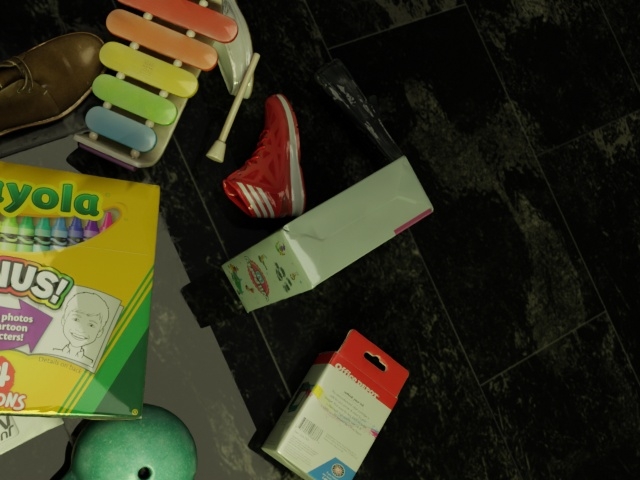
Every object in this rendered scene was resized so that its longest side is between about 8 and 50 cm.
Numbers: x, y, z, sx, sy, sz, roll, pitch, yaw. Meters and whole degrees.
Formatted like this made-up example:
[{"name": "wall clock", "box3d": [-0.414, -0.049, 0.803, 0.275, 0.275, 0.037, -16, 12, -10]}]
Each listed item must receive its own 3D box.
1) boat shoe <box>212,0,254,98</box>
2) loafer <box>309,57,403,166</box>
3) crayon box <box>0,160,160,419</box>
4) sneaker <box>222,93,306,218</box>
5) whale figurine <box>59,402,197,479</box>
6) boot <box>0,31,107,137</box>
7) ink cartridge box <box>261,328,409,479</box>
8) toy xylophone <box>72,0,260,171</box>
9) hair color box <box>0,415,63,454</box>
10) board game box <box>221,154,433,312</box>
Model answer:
[{"name": "boat shoe", "box3d": [-0.181, -0.358, 1.335, 0.096, 0.098, 0.277, -11, 75, -23]}, {"name": "loafer", "box3d": [0.075, -0.225, 1.419, 0.078, 0.076, 0.223, -41, 93, -16]}, {"name": "crayon box", "box3d": [-0.403, 0.063, 1.025, 0.362, 0.106, 0.313, 8, 75, -24]}, {"name": "sneaker", "box3d": [-0.101, -0.140, 1.327, 0.128, 0.087, 0.221, -6, 68, -14]}, {"name": "whale figurine", "box3d": [-0.264, 0.366, 1.123, 0.216, 0.141, 0.272, 12, 78, -20]}, {"name": "boot", "box3d": [-0.438, -0.229, 1.189, 0.305, 0.115, 0.112, -38, 93, -25]}, {"name": "ink cartridge box", "box3d": [0.027, 0.273, 1.296, 0.134, 0.078, 0.231, 39, 68, -12]}, {"name": "toy xylophone", "box3d": [-0.230, -0.254, 1.241, 0.236, 0.081, 0.323, 15, 85, 4]}, {"name": "hair color box", "box3d": [-0.516, 0.122, 1.085, 0.185, 0.113, 0.375, -26, 89, -26]}, {"name": "board game box", "box3d": [0.000, 0.000, 1.217, 0.224, 0.303, 0.098, -30, 92, -24]}]
